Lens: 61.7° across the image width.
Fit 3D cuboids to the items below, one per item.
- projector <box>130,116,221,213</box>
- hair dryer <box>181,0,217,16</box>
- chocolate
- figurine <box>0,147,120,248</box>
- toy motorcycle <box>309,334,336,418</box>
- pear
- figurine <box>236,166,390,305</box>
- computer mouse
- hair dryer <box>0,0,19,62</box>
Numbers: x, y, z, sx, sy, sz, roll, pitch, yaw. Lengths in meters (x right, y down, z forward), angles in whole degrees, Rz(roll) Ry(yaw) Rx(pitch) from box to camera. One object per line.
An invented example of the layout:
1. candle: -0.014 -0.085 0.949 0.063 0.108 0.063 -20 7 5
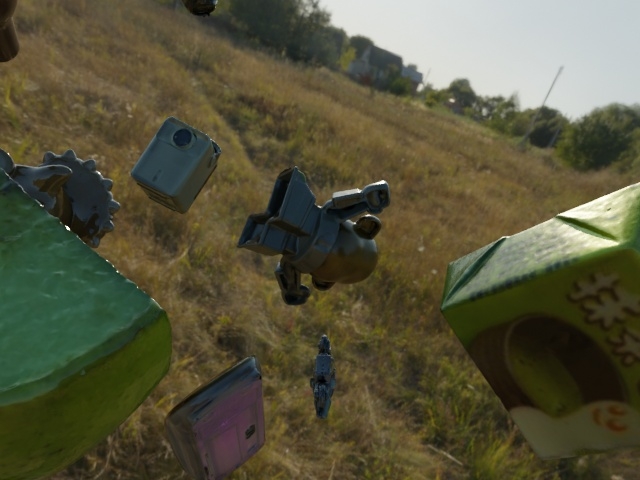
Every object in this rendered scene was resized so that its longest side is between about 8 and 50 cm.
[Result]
1. projector: -0.402 -0.219 1.518 0.164 0.242 0.177 30 -14 3
2. hair dryer: -0.254 -0.501 0.853 0.089 0.218 0.225 -13 -19 36
3. chocolate: 0.338 0.123 0.678 0.300 0.289 0.137 54 41 -7
4. figurine: -0.424 -0.067 0.875 0.173 0.247 0.177 -32 71 -27
5. toy motorcycle: 0.007 0.326 1.267 0.061 0.124 0.193 0 42 2
6. pear: -0.321 0.098 0.496 0.343 0.317 0.238 37 51 17
7. figurine: 0.000 0.002 1.132 0.285 0.342 0.166 26 48 -25
8. computer mouse: -0.151 0.277 0.824 0.158 0.310 0.072 -31 58 -27
9. hair dryer: -0.585 -0.369 0.706 0.341 0.123 0.313 14 -12 -22
